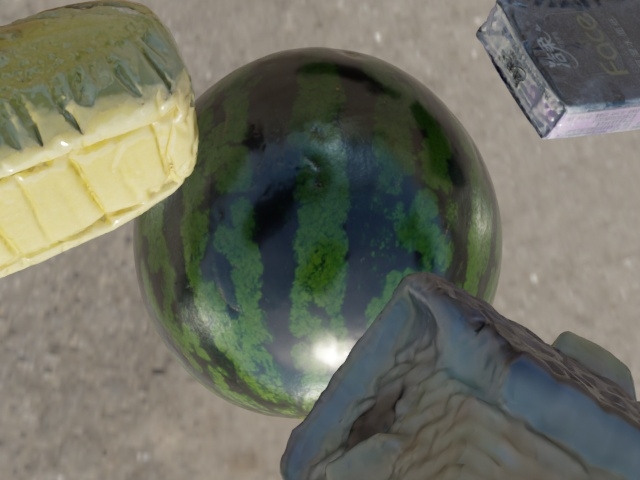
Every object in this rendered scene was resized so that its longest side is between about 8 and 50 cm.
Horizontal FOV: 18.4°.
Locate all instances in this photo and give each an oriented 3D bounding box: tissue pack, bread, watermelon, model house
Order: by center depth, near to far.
[{"bbox_3d":[0.046,0.175,0.857,0.243,0.284,0.298,36,136,-13],"label":"model house"},{"bbox_3d":[-0.187,-0.054,1.156,0.236,0.106,0.140,-26,154,-13],"label":"bread"},{"bbox_3d":[0.207,-0.132,1.475,0.156,0.112,0.051,-9,146,-33],"label":"tissue pack"},{"bbox_3d":[0.000,0.000,1.509,0.285,0.285,0.285,-1,117,-1],"label":"watermelon"}]
